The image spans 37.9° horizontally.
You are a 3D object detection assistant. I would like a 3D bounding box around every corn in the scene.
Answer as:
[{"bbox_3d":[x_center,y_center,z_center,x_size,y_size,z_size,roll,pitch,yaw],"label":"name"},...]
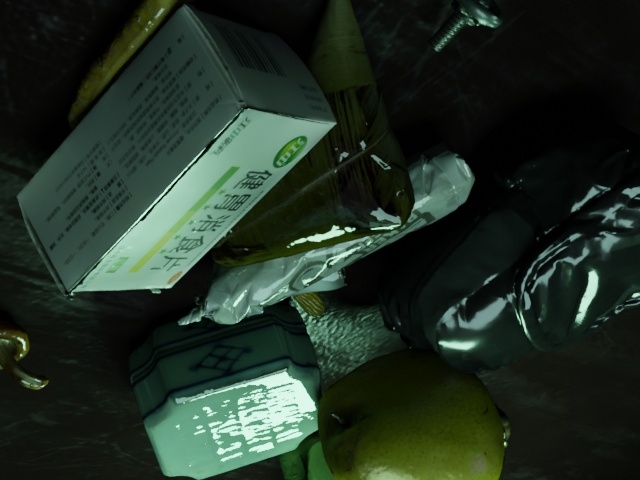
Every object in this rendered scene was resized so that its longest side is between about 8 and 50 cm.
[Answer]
[{"bbox_3d":[-0.021,0.087,1.440,0.037,0.037,0.092,-27,145,7],"label":"corn"}]

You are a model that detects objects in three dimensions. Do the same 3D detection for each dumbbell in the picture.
[{"bbox_3d":[0.209,-0.305,1.024,0.081,0.082,0.254,17,129,-40],"label":"dumbbell"}]

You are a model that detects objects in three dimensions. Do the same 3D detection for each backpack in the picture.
[{"bbox_3d":[0.295,0.027,1.351,0.445,0.255,0.363,-34,139,3],"label":"backpack"}]

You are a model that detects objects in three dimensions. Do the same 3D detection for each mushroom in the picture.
[{"bbox_3d":[-0.432,0.159,1.292,0.129,0.073,0.088,42,99,-14],"label":"mushroom"}]

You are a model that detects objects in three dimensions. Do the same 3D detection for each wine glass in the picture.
[{"bbox_3d":[-0.044,0.058,1.364,0.155,0.072,0.072,-17,143,-6],"label":"wine glass"}]

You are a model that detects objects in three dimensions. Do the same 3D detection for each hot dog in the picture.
[{"bbox_3d":[-0.210,-0.193,0.989,0.216,0.047,0.066,-46,168,33],"label":"hot dog"}]

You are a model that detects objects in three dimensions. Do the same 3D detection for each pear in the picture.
[{"bbox_3d":[0.070,0.484,1.874,0.281,0.176,0.286,-20,144,-5],"label":"pear"},{"bbox_3d":[0.144,0.303,1.445,0.284,0.285,0.336,-29,164,10],"label":"pear"}]

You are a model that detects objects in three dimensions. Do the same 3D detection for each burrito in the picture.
[{"bbox_3d":[0.000,0.000,1.265,0.445,0.139,0.101,-28,98,7],"label":"burrito"}]

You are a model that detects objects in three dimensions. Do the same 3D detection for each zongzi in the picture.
[{"bbox_3d":[-0.049,-0.126,1.112,0.273,0.145,0.300,-13,111,17],"label":"zongzi"}]

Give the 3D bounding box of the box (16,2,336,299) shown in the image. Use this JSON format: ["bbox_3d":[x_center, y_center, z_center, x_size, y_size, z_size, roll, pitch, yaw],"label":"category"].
[{"bbox_3d":[-0.164,-0.083,1.031,0.333,0.145,0.173,-42,158,26],"label":"box"}]

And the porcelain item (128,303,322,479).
[{"bbox_3d":[-0.144,0.232,1.462,0.281,0.157,0.286,-17,142,-9],"label":"porcelain item"}]

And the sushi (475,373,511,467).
[{"bbox_3d":[0.238,0.335,1.733,0.218,0.238,0.225,9,123,-26],"label":"sushi"}]
